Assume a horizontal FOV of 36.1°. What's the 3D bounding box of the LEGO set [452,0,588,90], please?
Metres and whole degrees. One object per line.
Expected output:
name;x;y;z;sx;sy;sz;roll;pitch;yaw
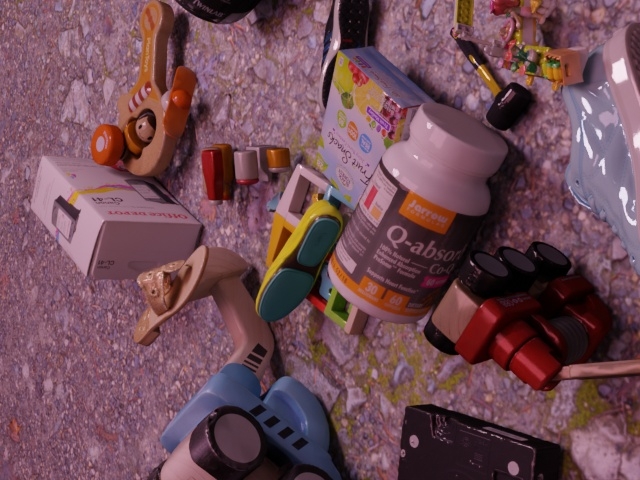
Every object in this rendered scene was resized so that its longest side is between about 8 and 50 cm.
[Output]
LEGO set;0.234;-0.264;1.214;0.132;0.107;0.287;115;162;-44

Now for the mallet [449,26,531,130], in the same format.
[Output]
mallet;0.229;-0.238;1.345;0.062;0.039;0.189;-48;49;39

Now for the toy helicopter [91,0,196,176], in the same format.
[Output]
toy helicopter;-0.328;-0.304;1.945;0.235;0.140;0.355;0;85;48

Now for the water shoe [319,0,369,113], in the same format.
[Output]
water shoe;0.038;-0.301;1.568;0.080;0.073;0.203;-132;52;-73

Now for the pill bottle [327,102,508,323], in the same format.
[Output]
pill bottle;0.133;-0.037;1.345;0.162;0.162;0.278;50;125;40

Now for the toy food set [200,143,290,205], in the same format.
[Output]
toy food set;-0.144;-0.111;1.730;0.232;0.111;0.104;9;107;49

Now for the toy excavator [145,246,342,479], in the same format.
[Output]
toy excavator;-0.126;0.261;1.615;0.433;0.445;0.222;39;126;-3

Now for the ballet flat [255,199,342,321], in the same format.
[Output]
ballet flat;-0.035;0.029;1.575;0.231;0.077;0.077;-58;27;27

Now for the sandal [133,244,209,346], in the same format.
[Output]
sandal;-0.278;0.089;1.654;0.240;0.079;0.088;-51;30;33

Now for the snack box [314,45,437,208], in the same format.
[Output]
snack box;0.076;-0.154;1.457;0.174;0.070;0.207;50;141;40

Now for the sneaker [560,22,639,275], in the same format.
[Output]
sneaker;0.359;-0.054;1.114;0.150;0.135;0.366;-35;53;52

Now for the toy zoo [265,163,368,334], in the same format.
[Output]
toy zoo;0.000;0.000;1.605;0.293;0.030;0.192;36;115;45

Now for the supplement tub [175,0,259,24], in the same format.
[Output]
supplement tub;-0.115;-0.534;1.645;0.338;0.207;0.207;-33;63;43

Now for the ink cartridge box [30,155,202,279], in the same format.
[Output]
ink cartridge box;-0.410;-0.049;1.952;0.306;0.226;0.131;37;117;44

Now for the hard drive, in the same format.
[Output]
hard drive;0.196;0.410;1.314;0.237;0.064;0.339;8;93;50

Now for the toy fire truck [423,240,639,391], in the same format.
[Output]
toy fire truck;0.282;0.109;1.125;0.246;0.217;0.158;45;121;30
